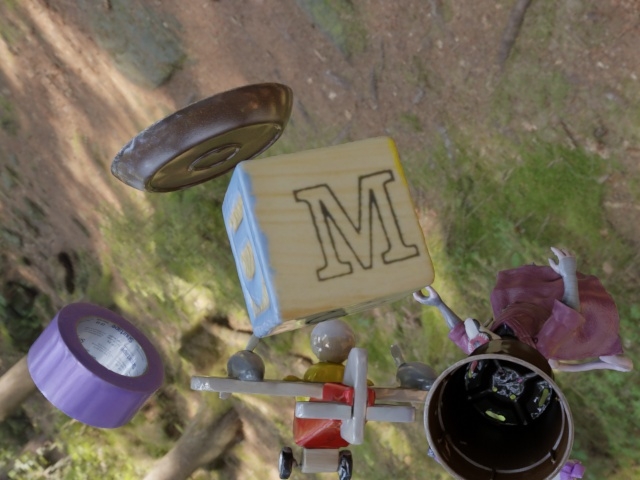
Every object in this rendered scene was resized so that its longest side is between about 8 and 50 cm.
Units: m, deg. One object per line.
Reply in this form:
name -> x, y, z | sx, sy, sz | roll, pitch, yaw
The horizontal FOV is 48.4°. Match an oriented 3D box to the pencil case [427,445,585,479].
pencil case -> 0.266, 0.313, 1.024 | 0.206, 0.086, 0.088 | 18, 122, 23

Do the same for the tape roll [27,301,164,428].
tape roll -> -0.337, 0.187, 1.081 | 0.189, 0.080, 0.189 | 38, -167, -10

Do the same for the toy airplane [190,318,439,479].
toy airplane -> 0.024, 0.258, 1.267 | 0.386, 0.384, 0.272 | 37, -136, -47

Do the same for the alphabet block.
alphabet block -> 0.000, 0.000, 0.896 | 0.192, 0.197, 0.193 | 137, 119, -72

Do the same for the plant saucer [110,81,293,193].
plant saucer -> -0.174, -0.148, 1.124 | 0.050, 0.311, 0.310 | 65, 172, 4

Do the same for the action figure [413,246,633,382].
action figure -> 0.323, 0.156, 1.151 | 0.248, 0.370, 0.275 | -14, 97, 38

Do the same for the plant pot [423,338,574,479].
plant pot -> 0.225, 0.201, 0.885 | 0.167, 0.167, 0.165 | 45, -163, 9
